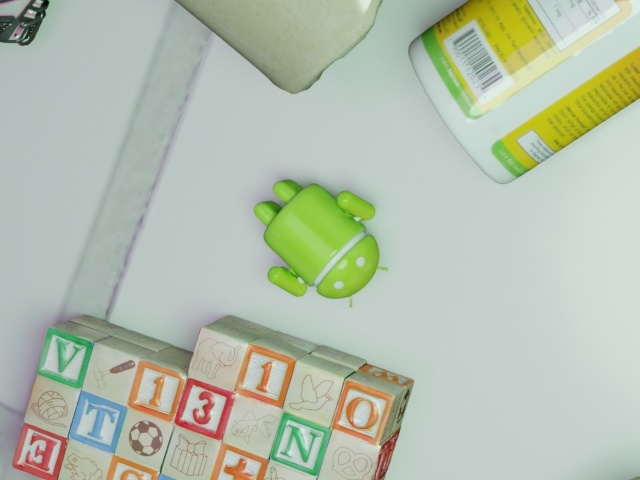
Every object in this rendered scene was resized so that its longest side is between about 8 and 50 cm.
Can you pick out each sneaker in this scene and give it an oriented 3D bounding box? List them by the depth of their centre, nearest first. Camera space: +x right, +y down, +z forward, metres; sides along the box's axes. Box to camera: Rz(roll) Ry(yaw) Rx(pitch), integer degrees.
[{"bbox_3d":[-0.257,-0.209,1.428,0.178,0.072,0.077,-27,99,23],"label":"sneaker"}]

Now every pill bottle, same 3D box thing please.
[{"bbox_3d":[0.202,-0.162,1.271,0.245,0.136,0.136,-34,86,14],"label":"pill bottle"}]

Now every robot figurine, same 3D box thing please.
[{"bbox_3d":[0.000,0.000,1.370,0.115,0.067,0.101,44,101,7],"label":"robot figurine"}]

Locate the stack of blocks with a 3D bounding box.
[{"bbox_3d":[-0.091,0.153,1.394,0.297,0.087,0.171,18,98,12],"label":"stack of blocks"}]

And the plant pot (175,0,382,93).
[{"bbox_3d":[-0.045,-0.289,1.254,0.334,0.334,0.305,-42,95,14],"label":"plant pot"}]

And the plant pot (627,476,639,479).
[{"bbox_3d":[0.286,0.321,1.251,0.256,0.256,0.274,-45,66,13],"label":"plant pot"}]
